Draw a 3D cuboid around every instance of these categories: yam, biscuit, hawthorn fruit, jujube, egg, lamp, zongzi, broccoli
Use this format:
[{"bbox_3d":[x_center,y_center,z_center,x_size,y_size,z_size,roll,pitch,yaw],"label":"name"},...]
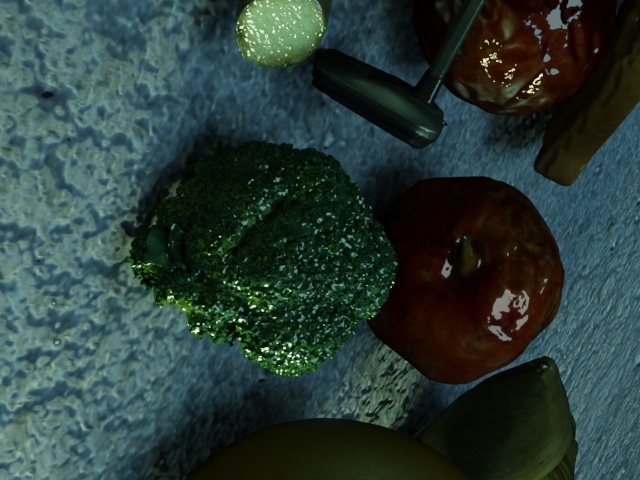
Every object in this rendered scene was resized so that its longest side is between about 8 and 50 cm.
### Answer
[{"bbox_3d":[-0.020,-0.197,0.773,0.069,0.070,0.146,55,40,-56],"label":"yam"},{"bbox_3d":[0.374,-0.256,1.215,0.455,0.078,0.350,-56,172,-3],"label":"biscuit"},{"bbox_3d":[0.136,0.030,1.030,0.207,0.208,0.243,-60,170,-7],"label":"hawthorn fruit"},{"bbox_3d":[0.165,-0.238,0.951,0.190,0.190,0.255,-39,124,-36],"label":"jujube"},{"bbox_3d":[0.014,0.304,0.986,0.351,0.283,0.282,18,98,-30],"label":"egg"},{"bbox_3d":[0.073,-0.205,0.797,0.203,0.125,0.283,-65,169,-68],"label":"lamp"},{"bbox_3d":[0.101,0.373,1.188,0.500,0.218,0.467,-56,159,-15],"label":"zongzi"},{"bbox_3d":[-0.040,0.013,0.819,0.195,0.195,0.156,-29,172,-45],"label":"broccoli"}]
